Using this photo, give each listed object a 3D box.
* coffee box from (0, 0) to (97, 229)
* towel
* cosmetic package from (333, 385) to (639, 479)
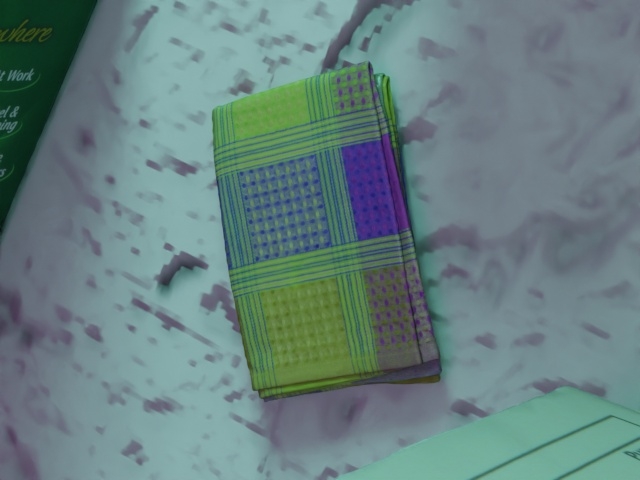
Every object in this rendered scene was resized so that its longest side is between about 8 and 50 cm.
[{"bbox_3d":[-0.129,-0.029,0.523,0.040,0.113,0.184,39,116,28],"label":"coffee box"},{"bbox_3d":[0.000,0.000,0.500,0.060,0.009,0.083,-13,87,35],"label":"towel"},{"bbox_3d":[0.137,0.137,0.321,0.309,0.160,0.113,20,105,27],"label":"cosmetic package"}]
